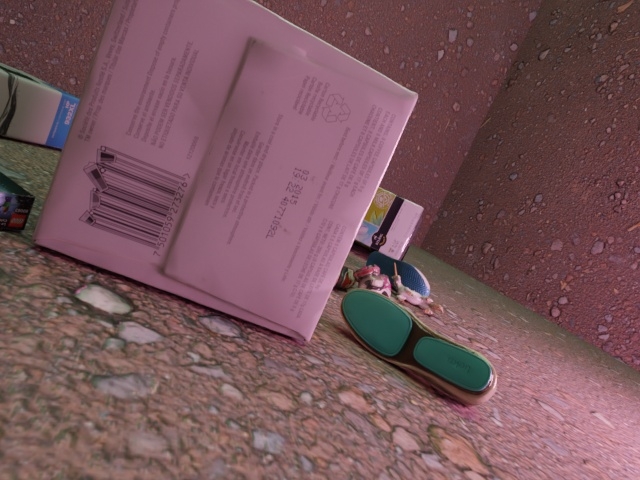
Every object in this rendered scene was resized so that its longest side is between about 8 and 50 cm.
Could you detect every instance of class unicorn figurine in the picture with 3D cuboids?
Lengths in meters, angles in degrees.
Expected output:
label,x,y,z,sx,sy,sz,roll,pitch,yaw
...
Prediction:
label,x,y,z,sx,sy,sz,roll,pitch,yaw
unicorn figurine,0.236,0.140,1.151,0.162,0.060,0.111,42,8,2

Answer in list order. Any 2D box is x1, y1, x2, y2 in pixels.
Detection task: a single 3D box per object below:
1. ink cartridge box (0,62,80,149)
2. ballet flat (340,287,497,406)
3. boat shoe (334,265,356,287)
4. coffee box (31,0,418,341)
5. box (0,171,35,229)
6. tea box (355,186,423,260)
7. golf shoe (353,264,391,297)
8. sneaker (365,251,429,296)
label,x,y,z,sx,sy,sz,roll,pitch,yaw
ink cartridge box,-0.699,-0.309,0.911,0.223,0.129,0.307,27,8,14
ballet flat,0.135,0.157,0.652,0.248,0.086,0.086,31,10,30
boat shoe,0.056,0.084,0.967,0.043,0.049,0.137,28,3,9
coffee box,-0.125,-0.118,0.647,0.338,0.338,0.334,23,8,-14
box,-0.453,-0.084,0.476,0.233,0.044,0.159,28,8,24
tea box,0.209,-0.073,1.736,0.323,0.220,0.329,26,-1,12
golf shoe,0.117,0.112,0.956,0.186,0.067,0.086,36,35,-67
sneaker,0.236,0.100,1.279,0.092,0.087,0.228,21,10,-40
